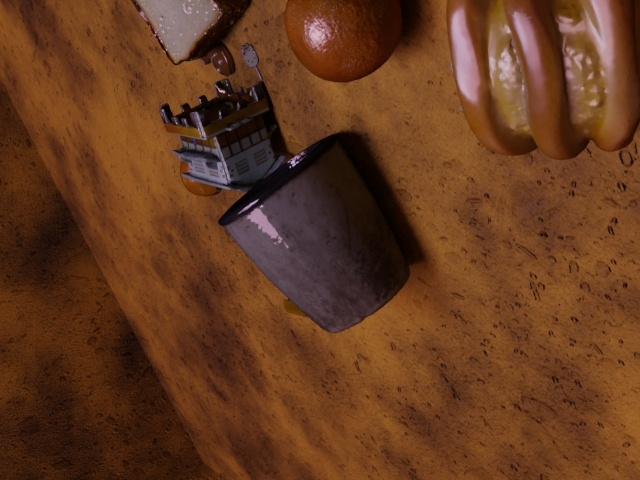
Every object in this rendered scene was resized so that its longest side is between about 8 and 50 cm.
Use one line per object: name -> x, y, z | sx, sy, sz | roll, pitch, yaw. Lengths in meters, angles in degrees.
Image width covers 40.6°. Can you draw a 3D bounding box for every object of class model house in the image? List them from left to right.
model house -> -0.218, -0.226, 1.931 | 0.224, 0.198, 0.215 | 16, 128, 51

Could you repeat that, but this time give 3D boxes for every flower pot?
flower pot -> 0.000, 0.000, 1.750 | 0.330, 0.293, 0.293 | 55, 154, -10

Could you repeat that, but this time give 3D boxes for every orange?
orange -> -0.279, -0.184, 2.148 | 0.134, 0.154, 0.154 | 6, 141, 2
orange -> 0.035, -0.351, 1.394 | 0.206, 0.206, 0.206 | 39, 149, 29

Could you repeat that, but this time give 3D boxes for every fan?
fan -> -0.145, -0.381, 1.851 | 0.056, 0.004, 0.083 | -6, 115, 59

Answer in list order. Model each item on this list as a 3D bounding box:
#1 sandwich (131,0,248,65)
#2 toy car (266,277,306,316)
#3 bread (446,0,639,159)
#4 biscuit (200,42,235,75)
sandwich -> -0.303, -0.538, 1.813 | 0.301, 0.099, 0.271 | 57, 149, -4
toy car -> -0.061, 0.063, 2.061 | 0.200, 0.142, 0.248 | 6, 128, 55
bread -> 0.288, -0.237, 1.088 | 0.270, 0.211, 0.315 | 22, 141, 46
biscuit -> -0.264, -0.451, 1.944 | 0.205, 0.031, 0.138 | 50, 152, 8
